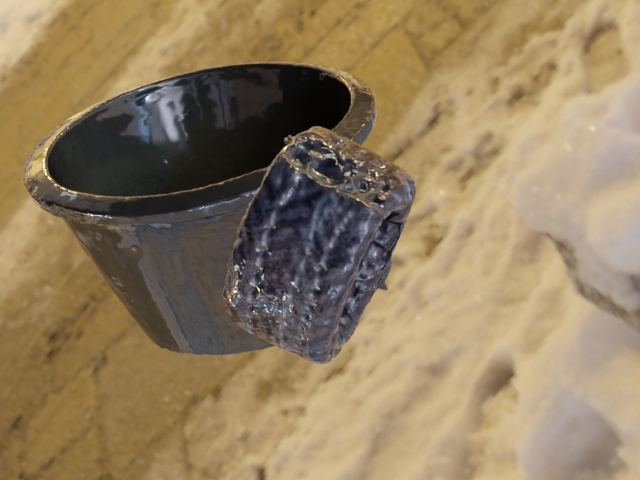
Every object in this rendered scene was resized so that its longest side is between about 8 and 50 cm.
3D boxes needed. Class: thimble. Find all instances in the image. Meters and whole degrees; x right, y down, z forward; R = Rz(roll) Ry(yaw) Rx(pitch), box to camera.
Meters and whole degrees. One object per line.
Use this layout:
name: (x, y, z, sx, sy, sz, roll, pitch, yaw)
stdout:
thimble: (0.000, 0.002, 0.647, 0.095, 0.066, 0.104, -48, -20, -50)

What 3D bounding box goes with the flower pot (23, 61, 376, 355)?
flower pot: (-0.078, -0.018, 1.020, 0.268, 0.166, 0.269, -8, 28, 4)
